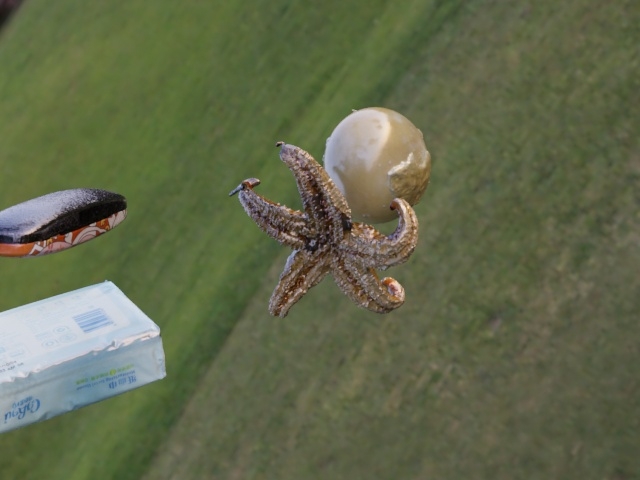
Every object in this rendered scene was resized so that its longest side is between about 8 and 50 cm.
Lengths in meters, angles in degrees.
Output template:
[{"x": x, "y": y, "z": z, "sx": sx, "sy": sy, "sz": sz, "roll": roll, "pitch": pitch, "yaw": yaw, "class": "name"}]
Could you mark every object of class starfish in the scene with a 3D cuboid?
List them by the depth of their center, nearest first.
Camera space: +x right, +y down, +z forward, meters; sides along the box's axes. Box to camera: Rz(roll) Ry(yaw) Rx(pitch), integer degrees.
[{"x": -0.001, "y": -0.001, "z": 2.032, "sx": 0.113, "sy": 0.303, "sz": 0.312, "roll": -60, "pitch": -5, "yaw": -45, "class": "starfish"}]

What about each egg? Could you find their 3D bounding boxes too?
[{"x": 0.084, "y": -0.108, "z": 2.068, "sx": 0.201, "sy": 0.164, "sz": 0.164, "roll": 89, "pitch": -159, "yaw": -56, "class": "egg"}]

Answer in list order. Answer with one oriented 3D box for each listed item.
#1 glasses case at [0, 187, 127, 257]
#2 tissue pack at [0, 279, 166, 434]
[{"x": -0.361, "y": -0.026, "z": 1.901, "sx": 0.267, "sy": 0.103, "sz": 0.067, "roll": -27, "pitch": -59, "yaw": -63, "class": "glasses case"}, {"x": -0.340, "y": 0.145, "z": 1.674, "sx": 0.263, "sy": 0.089, "sz": 0.177, "roll": -20, "pitch": 28, "yaw": -23, "class": "tissue pack"}]
